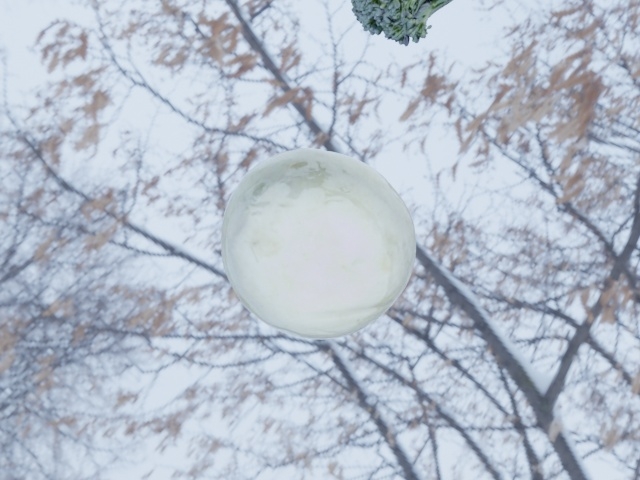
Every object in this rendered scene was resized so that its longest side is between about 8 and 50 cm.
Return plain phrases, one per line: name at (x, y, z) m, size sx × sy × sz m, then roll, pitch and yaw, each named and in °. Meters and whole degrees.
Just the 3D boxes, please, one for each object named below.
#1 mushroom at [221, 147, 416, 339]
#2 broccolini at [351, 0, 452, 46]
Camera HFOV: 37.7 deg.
mushroom at (0.000, 0.000, 1.190) m, size 0.246 × 0.202 × 0.246 m, roll 2°, pitch -74°, yaw 8°
broccolini at (0.126, -0.200, 0.670) m, size 0.216 × 0.058 × 0.067 m, roll -19°, pitch -41°, yaw -2°
